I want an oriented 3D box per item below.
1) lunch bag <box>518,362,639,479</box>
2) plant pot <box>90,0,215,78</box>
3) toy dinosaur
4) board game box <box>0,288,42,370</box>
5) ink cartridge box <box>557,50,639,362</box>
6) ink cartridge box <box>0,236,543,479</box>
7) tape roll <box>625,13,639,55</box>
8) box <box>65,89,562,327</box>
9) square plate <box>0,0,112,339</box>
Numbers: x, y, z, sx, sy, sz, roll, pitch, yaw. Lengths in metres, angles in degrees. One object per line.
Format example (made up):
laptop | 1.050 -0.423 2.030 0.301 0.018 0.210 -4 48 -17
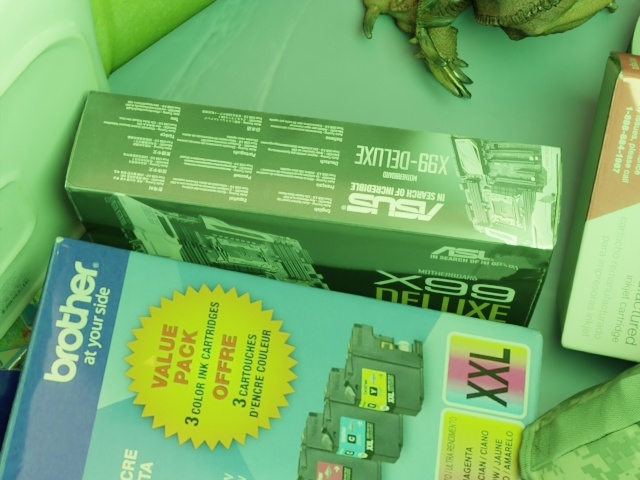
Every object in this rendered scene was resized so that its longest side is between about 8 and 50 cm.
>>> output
lunch bag | 0.295 0.123 0.759 0.287 0.235 0.168 22 57 -21
plant pot | -0.172 -0.258 1.019 0.254 0.276 0.276 -31 69 -24
toy dinosaur | 0.155 -0.197 0.987 0.200 0.296 0.127 -31 98 -8
board game box | -0.269 0.032 1.000 0.154 0.026 0.103 37 72 16
ink cartridge box | 0.328 -0.008 0.902 0.283 0.117 0.207 10 105 6
ink cartridge box | -0.071 0.164 0.833 0.396 0.151 0.270 10 66 -5
tape roll | 0.356 -0.126 1.028 0.219 0.072 0.219 -1 65 1
box | 0.000 0.000 0.890 0.308 0.242 0.076 8 68 4
square plate | -0.234 -0.003 0.813 0.049 0.344 0.347 32 71 10
